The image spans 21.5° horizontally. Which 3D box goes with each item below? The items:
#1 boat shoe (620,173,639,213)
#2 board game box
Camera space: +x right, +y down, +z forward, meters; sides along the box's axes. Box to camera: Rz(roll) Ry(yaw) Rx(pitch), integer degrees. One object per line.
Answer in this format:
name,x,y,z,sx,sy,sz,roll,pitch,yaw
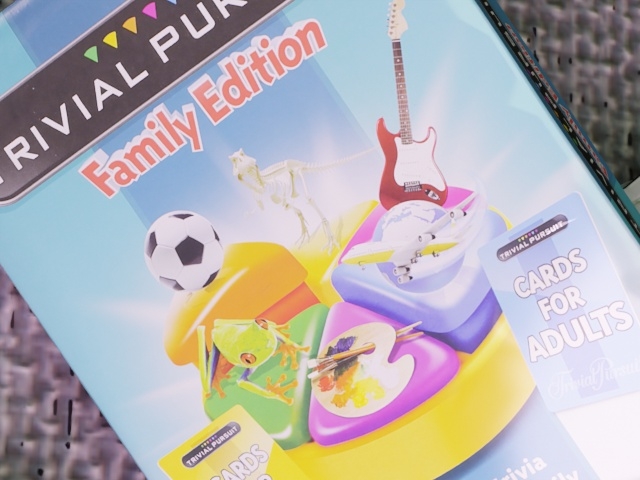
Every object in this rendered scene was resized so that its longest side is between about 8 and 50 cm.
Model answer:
boat shoe,0.196,0.007,0.931,0.302,0.091,0.114,-19,73,-39
board game box,0.000,0.000,0.778,0.254,0.079,0.336,-34,92,16
